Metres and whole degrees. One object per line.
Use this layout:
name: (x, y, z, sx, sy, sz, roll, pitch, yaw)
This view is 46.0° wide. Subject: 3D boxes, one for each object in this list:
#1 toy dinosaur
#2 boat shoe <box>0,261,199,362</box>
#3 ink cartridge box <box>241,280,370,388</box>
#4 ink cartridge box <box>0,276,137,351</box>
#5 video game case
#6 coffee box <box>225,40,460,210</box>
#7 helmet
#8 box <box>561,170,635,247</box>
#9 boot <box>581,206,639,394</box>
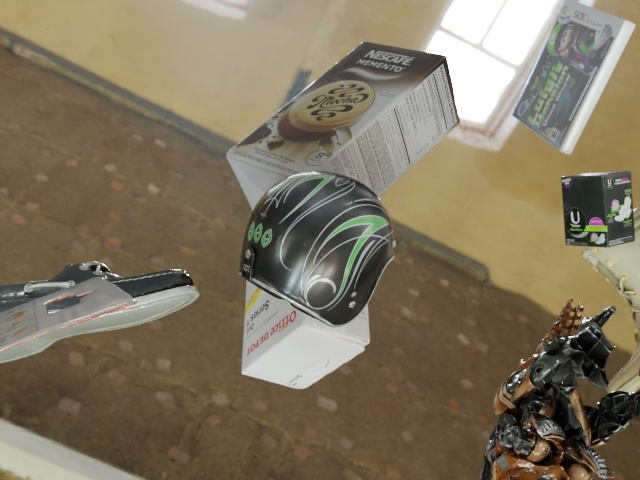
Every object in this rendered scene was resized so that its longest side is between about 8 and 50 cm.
toy dinosaur: (0.249, 0.179, 0.816, 0.164, 0.218, 0.322, 21, -130, -22)
boat shoe: (-0.301, 0.071, 0.916, 0.302, 0.114, 0.091, -13, -107, -4)
ink cartridge box: (-0.027, 0.065, 1.190, 0.117, 0.201, 0.278, 18, -127, -26)
ink cartridge box: (-0.332, 0.149, 0.602, 0.384, 0.091, 0.308, -24, -171, -20)
video game case: (0.357, -0.241, 1.090, 0.022, 0.190, 0.173, 14, -157, -17)
coffee box: (0.038, -0.148, 1.071, 0.168, 0.119, 0.297, 22, -124, 42)
helmet: (0.000, 0.000, 0.857, 0.169, 0.162, 0.169, 29, 174, 4)
box: (0.323, -0.037, 0.879, 0.052, 0.083, 0.062, -9, -173, -32)
boot: (0.447, 0.089, 1.077, 0.203, 0.262, 0.095, 43, 173, 30)
